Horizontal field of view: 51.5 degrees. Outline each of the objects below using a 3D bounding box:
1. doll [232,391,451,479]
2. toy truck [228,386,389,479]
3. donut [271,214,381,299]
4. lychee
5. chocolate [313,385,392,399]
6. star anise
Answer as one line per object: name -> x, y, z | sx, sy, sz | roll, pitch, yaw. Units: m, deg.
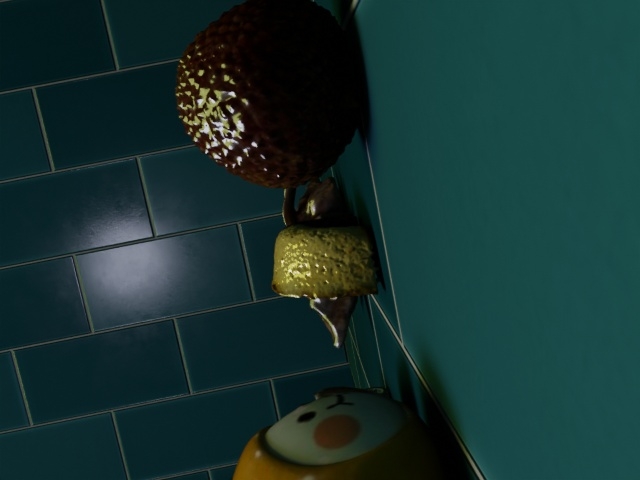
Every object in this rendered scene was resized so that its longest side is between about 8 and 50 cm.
doll -> -0.006, 0.234, 0.532 | 0.213, 0.236, 0.213 | 163, 90, -90
toy truck -> 0.000, 0.309, 0.934 | 0.338, 0.185, 0.132 | -28, -72, -68
donut -> 0.005, 0.018, 0.848 | 0.217, 0.141, 0.085 | -137, 43, -80
lychee -> -0.048, -0.143, 0.644 | 0.194, 0.195, 0.194 | 169, 90, -89
chocolate -> 0.073, 0.304, 0.706 | 0.185, 0.101, 0.303 | 48, -148, -68
star anise -> 0.002, 0.001, 1.122 | 0.292, 0.109, 0.349 | -114, 12, -61
